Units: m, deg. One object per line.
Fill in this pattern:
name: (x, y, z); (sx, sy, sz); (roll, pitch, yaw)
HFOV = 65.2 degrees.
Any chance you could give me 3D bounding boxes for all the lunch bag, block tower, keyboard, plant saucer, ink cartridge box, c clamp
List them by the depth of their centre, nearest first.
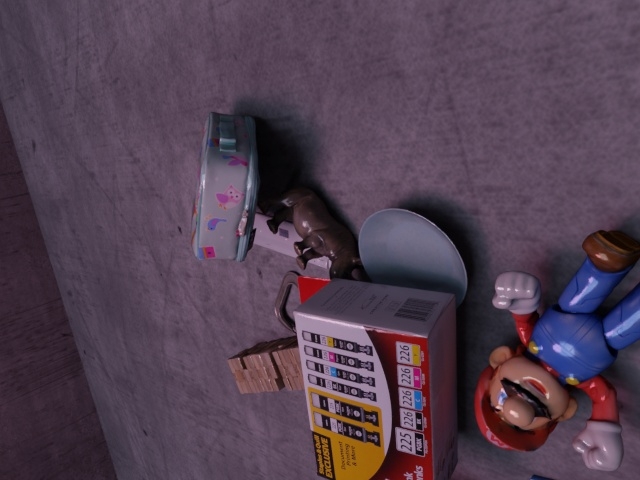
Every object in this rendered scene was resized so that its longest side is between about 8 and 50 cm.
ink cartridge box: (0.063, 0.227, 0.780); (0.272, 0.130, 0.309); (5, 113, 30)
plant saucer: (0.148, 0.030, 0.785); (0.195, 0.037, 0.194); (28, 135, 31)
lunch bag: (-0.172, -0.106, 0.918); (0.279, 0.108, 0.224); (-108, 29, -54)
keyboard: (-0.073, -0.006, 1.022); (0.256, 0.014, 0.072); (17, 113, 39)
c clamp: (-0.046, 0.138, 1.041); (0.137, 0.022, 0.160); (46, 131, 26)
block tower: (-0.066, 0.261, 1.069); (0.336, 0.091, 0.097); (-20, 93, 46)

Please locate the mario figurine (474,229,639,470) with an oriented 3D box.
mario figurine: (0.292, 0.153, 0.608); (0.198, 0.170, 0.320); (-110, 37, -51)

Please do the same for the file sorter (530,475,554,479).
file sorter: (0.363, 0.457, 0.720); (0.118, 0.104, 0.170); (-9, 100, 45)

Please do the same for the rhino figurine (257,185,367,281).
rhino figurine: (0.000, 0.000, 0.888); (0.243, 0.106, 0.073); (50, 161, 16)
